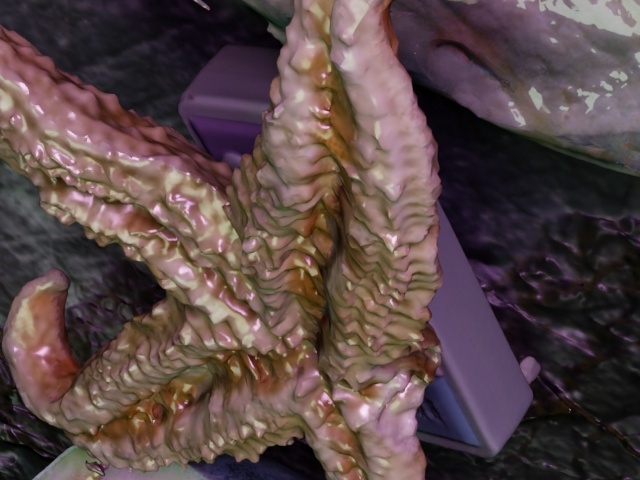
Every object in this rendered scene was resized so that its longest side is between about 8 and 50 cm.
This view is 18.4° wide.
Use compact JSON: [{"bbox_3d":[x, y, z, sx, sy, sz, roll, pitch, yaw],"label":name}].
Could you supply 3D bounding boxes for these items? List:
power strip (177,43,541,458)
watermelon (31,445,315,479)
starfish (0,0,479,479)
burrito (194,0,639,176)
[{"bbox_3d":[0.000,0.000,0.882,0.145,0.061,0.215,9,140,39],"label":"power strip"},{"bbox_3d":[-0.049,0.183,1.088,0.188,0.175,0.322,0,179,-43],"label":"watermelon"},{"bbox_3d":[-0.063,-0.007,0.790,0.324,0.082,0.432,25,153,24],"label":"starfish"},{"bbox_3d":[0.027,-0.102,0.718,0.309,0.066,0.096,22,142,8],"label":"burrito"}]
